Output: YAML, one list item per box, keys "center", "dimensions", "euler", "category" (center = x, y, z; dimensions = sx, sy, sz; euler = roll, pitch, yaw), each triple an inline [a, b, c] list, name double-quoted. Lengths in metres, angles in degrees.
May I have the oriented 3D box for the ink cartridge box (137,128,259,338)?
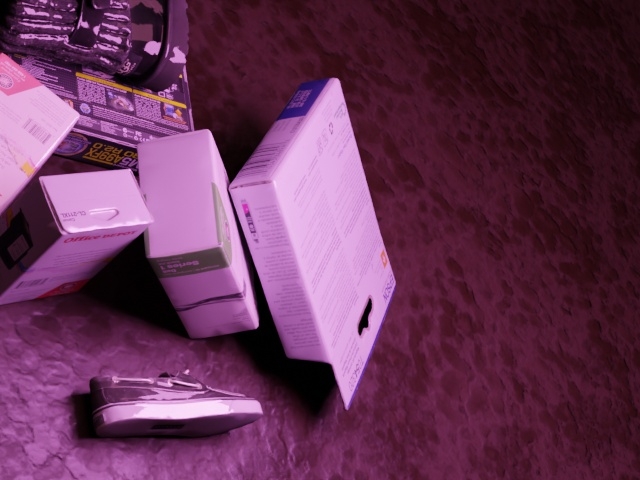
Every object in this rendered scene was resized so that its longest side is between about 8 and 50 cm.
- center: [-0.142, -0.001, 1.633]
  dimensions: [0.219, 0.093, 0.160]
  euler: [75, 6, -59]
  category: "ink cartridge box"

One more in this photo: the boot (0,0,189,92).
- center: [-0.301, -0.359, 1.709]
  dimensions: [0.260, 0.131, 0.348]
  euler: [13, 53, -37]
  category: "boot"

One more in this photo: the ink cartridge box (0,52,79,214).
- center: [-0.378, -0.097, 1.550]
  dimensions: [0.115, 0.067, 0.198]
  euler: [39, 67, -9]
  category: "ink cartridge box"

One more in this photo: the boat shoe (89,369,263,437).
- center: [-0.162, 0.182, 1.582]
  dimensions: [0.219, 0.078, 0.070]
  euler: [6, 59, -39]
  category: "boat shoe"

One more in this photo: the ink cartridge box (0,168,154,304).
- center: [-0.287, -0.004, 1.521]
  dimensions: [0.127, 0.175, 0.072]
  euler: [-8, 68, -47]
  category: "ink cartridge box"

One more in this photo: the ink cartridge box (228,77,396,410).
- center: [0.000, 0.000, 1.792]
  dimensions: [0.324, 0.071, 0.330]
  euler: [-63, 141, -59]
  category: "ink cartridge box"

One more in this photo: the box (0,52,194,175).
- center: [-0.291, -0.201, 1.753]
  dimensions: [0.270, 0.060, 0.216]
  euler: [13, 53, -38]
  category: "box"
